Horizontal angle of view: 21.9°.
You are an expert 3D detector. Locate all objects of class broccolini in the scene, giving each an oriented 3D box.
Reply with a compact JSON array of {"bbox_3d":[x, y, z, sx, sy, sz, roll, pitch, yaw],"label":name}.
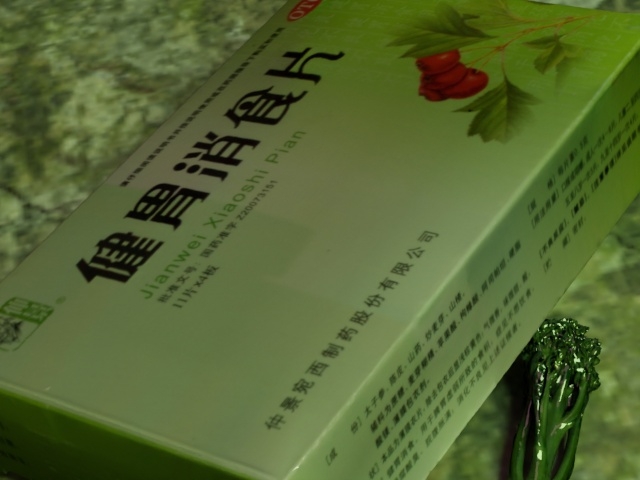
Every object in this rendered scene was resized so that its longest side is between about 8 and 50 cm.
[{"bbox_3d":[0.075,0.084,0.580,0.030,0.035,0.140,4,48,17],"label":"broccolini"}]

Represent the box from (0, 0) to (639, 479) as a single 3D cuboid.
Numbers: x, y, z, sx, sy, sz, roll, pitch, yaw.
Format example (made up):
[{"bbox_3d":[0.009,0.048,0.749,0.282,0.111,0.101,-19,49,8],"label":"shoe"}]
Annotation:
[{"bbox_3d":[0.001,-0.001,0.631,0.175,0.062,0.260,13,49,36],"label":"box"}]
